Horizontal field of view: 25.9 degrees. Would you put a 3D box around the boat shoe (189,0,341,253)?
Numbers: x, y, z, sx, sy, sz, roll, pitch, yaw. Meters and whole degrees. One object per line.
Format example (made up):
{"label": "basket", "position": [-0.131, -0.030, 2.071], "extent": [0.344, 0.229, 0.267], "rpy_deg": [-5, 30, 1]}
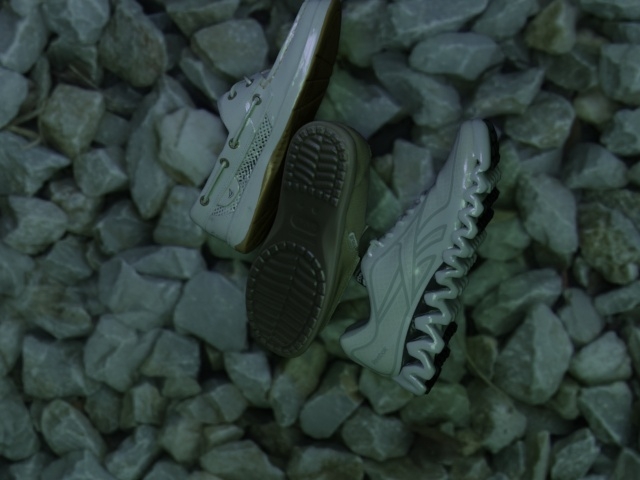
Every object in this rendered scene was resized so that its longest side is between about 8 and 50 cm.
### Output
{"label": "boat shoe", "position": [-0.062, -0.127, 1.417], "extent": [0.096, 0.098, 0.277], "rpy_deg": [25, 100, 12]}

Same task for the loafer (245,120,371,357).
{"label": "loafer", "position": [0.000, 0.000, 1.434], "extent": [0.102, 0.092, 0.269], "rpy_deg": [31, 119, 25]}

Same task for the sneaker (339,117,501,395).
{"label": "sneaker", "position": [0.103, 0.010, 1.421], "extent": [0.118, 0.110, 0.292], "rpy_deg": [20, 101, 13]}
